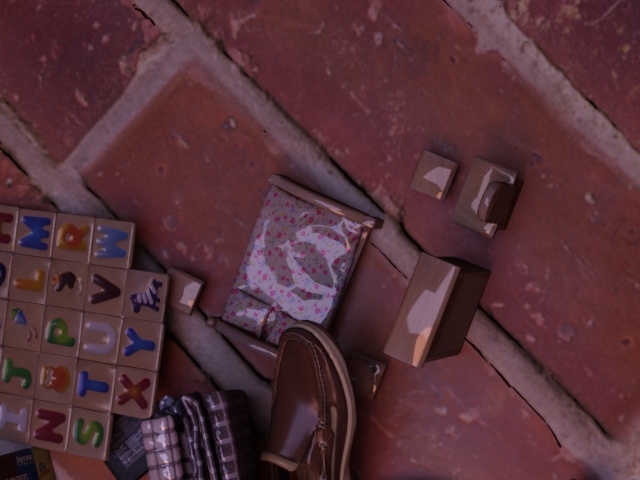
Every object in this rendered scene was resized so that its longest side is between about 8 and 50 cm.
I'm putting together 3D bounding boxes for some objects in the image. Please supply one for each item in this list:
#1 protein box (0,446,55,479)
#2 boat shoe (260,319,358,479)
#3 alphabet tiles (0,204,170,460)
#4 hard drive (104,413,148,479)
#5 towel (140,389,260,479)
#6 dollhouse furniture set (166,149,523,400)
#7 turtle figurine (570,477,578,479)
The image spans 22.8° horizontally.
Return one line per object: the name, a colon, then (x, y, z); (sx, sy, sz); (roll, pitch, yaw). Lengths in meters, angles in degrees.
protein box: (-0.418, 0.373, 1.907); (0.199, 0.136, 0.201); (-17, 85, 17)
boat shoe: (-0.017, 0.216, 1.708); (0.095, 0.095, 0.258); (9, 116, 38)
alphabet tiles: (-0.335, 0.107, 1.915); (0.342, 0.011, 0.285); (7, 90, 28)
hard drive: (-0.241, 0.218, 1.912); (0.094, 0.022, 0.135); (-41, 78, 13)
towel: (-0.114, 0.280, 1.734); (0.121, 0.284, 0.235); (-10, 85, -2)
dollhouse furniture set: (0.000, 0.000, 1.760); (0.355, 0.174, 0.303); (23, 96, 16)
turtle figurine: (0.268, 0.386, 1.702); (0.175, 0.118, 0.234); (29, 83, 1)
